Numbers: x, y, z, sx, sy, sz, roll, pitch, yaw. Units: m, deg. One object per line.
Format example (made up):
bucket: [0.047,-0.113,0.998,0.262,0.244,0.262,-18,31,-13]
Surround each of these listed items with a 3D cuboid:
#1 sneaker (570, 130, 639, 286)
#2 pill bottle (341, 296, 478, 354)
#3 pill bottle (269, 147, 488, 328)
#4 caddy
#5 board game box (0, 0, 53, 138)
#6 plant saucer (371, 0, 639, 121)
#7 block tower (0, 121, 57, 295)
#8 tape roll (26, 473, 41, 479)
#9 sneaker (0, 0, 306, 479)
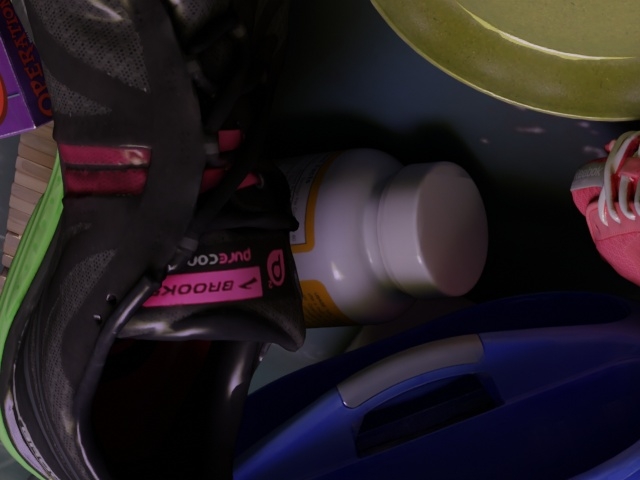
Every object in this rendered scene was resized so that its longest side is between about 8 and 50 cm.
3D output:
sneaker: [0.200,-0.015,1.052,0.136,0.116,0.314,21,167,18]
pill bottle: [0.052,0.144,1.403,0.130,0.130,0.245,25,148,-6]
pill bottle: [0.000,0.000,1.230,0.208,0.117,0.117,-6,139,36]
caddy: [0.076,0.144,1.145,0.341,0.241,0.179,-21,114,-5]
board game box: [-0.317,-0.143,1.175,0.347,0.056,0.208,-11,109,40]
plant saucer: [0.134,-0.156,0.997,0.241,0.037,0.241,15,147,10]
block tower: [-0.154,-0.048,1.270,0.091,0.097,0.335,21,147,-2]
tape roll: [-0.115,0.336,1.702,0.392,0.072,0.392,38,165,12]
sneaker: [-0.069,-0.041,1.015,0.202,0.185,0.482,41,134,44]
